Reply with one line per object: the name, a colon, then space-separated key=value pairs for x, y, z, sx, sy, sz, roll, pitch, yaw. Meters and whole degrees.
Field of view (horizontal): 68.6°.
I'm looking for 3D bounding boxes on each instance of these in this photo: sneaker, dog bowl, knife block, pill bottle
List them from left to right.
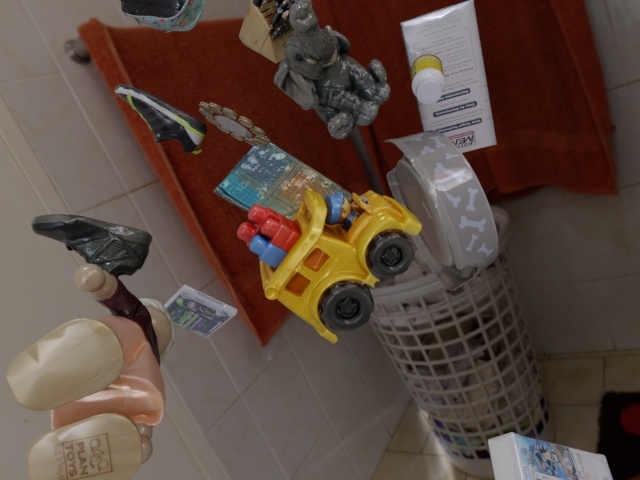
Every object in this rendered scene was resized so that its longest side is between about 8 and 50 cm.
sneaker: x=-0.475 y=0.022 z=0.959 sx=0.227 sy=0.130 sz=0.087 roll=16 pitch=-18 yaw=-23
sneaker: x=-0.381 y=-0.278 z=1.094 sx=0.097 sy=0.234 sz=0.084 roll=-62 pitch=5 yaw=9
knife block: x=-0.150 y=-0.637 z=1.302 sx=0.088 sy=0.242 sz=0.275 roll=-35 pitch=53 yaw=-18
pill bottle: x=0.212 y=-0.317 z=0.924 sx=0.065 sy=0.065 sz=0.116 roll=-19 pitch=37 yaw=24
dog bowl: x=0.248 y=-0.071 z=0.988 sx=0.102 sy=0.349 sz=0.349 roll=-25 pitch=13 yaw=0

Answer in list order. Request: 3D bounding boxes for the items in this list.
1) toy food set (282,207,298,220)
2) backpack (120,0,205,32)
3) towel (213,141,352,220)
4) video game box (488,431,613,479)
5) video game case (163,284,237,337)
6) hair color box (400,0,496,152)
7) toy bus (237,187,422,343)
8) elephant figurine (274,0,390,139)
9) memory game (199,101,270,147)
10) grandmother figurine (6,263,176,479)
toy food set: x=-0.053 y=-0.021 z=1.159 sx=0.077 sy=0.122 sz=0.019 roll=-25 pitch=38 yaw=9
backpack: x=-0.495 y=-0.799 z=1.525 sx=0.253 sy=0.225 sz=0.191 roll=13 pitch=3 yaw=21
towel: x=-0.104 y=-0.151 z=1.469 sx=0.271 sy=0.370 sz=0.040 roll=-56 pitch=-5 yaw=-32
video game box: x=0.296 y=0.351 z=0.552 sx=0.048 sy=0.187 sz=0.205 roll=-42 pitch=34 yaw=42
video game case: x=-0.365 y=0.213 z=1.375 sx=0.190 sy=0.173 sz=0.022 roll=-39 pitch=31 yaw=38
hair color box: x=0.324 y=-0.397 z=1.188 sx=0.173 sy=0.347 sz=0.105 roll=-12 pitch=21 yaw=14
toy bus: x=0.000 y=0.000 z=0.674 sx=0.220 sy=0.211 sz=0.149 roll=-52 pitch=20 yaw=10
elephant figurine: x=-0.001 y=-0.310 z=0.821 sx=0.186 sy=0.239 sz=0.169 roll=-26 pitch=42 yaw=39
memory game: x=-0.203 y=-0.274 z=1.118 sx=0.012 sy=0.186 sz=0.186 roll=-65 pitch=22 yaw=-8
grandmother figurine: x=-0.201 y=0.125 z=0.487 sx=0.104 sy=0.208 sz=0.342 roll=-2 pitch=2 yaw=-13
